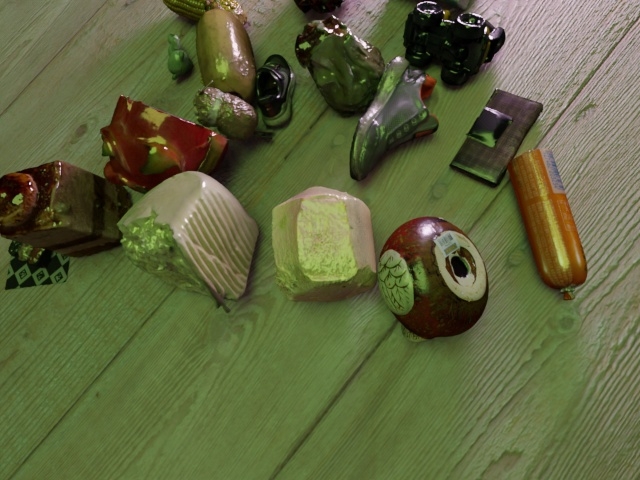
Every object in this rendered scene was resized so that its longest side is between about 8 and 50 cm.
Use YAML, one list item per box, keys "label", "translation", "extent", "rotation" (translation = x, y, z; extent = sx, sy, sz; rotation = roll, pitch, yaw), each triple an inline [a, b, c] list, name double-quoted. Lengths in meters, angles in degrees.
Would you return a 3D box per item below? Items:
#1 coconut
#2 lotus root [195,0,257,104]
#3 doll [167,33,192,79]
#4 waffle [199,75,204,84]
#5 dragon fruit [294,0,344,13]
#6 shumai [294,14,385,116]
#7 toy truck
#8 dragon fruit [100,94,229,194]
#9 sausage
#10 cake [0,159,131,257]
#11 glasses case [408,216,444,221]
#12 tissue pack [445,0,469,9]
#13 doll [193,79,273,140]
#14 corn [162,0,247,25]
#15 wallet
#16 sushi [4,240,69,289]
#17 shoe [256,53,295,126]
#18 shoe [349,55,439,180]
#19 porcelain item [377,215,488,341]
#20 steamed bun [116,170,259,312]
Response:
- label: "coconut"
  translation: [0.000, 0.000, 0.883]
  extent: [0.233, 0.233, 0.245]
  rotation: [-13, 71, 10]
- label: "lotus root"
  translation: [-0.262, -0.528, 1.136]
  extent: [0.151, 0.169, 0.342]
  rotation: [-14, 76, 10]
- label: "doll"
  translation: [-0.439, -0.572, 1.253]
  extent: [0.115, 0.077, 0.150]
  rotation: [-52, 53, 44]
- label: "waffle"
  translation: [-0.329, -0.505, 1.234]
  extent: [0.085, 0.016, 0.078]
  rotation: [-47, 65, -4]
- label: "dragon fruit"
  translation: [-0.003, -0.772, 1.151]
  extent: [0.234, 0.234, 0.293]
  rotation: [-25, 38, 6]
- label: "shumai"
  translation: [0.049, -0.466, 1.024]
  extent: [0.189, 0.218, 0.256]
  rotation: [-34, 68, 12]
- label: "toy truck"
  translation: [0.329, -0.507, 1.012]
  extent: [0.224, 0.147, 0.165]
  rotation: [35, 61, 24]
- label: "dragon fruit"
  translation: [-0.403, -0.210, 1.033]
  extent: [0.305, 0.305, 0.225]
  rotation: [25, 95, 20]
- label: "sausage"
  translation: [0.476, -0.031, 0.843]
  extent: [0.093, 0.093, 0.312]
  rotation: [-11, 72, 11]
- label: "cake"
  translation: [-0.669, -0.088, 1.049]
  extent: [0.199, 0.293, 0.196]
  rotation: [-12, 71, 15]
- label: "glasses case"
  translation: [0.246, -0.037, 0.940]
  extent: [0.083, 0.021, 0.032]
  rotation: [-2, 74, 14]
- label: "tissue pack"
  translation: [0.319, -0.732, 1.086]
  extent: [0.229, 0.145, 0.159]
  rotation: [33, 117, 22]
- label: "doll"
  translation: [-0.225, -0.314, 1.057]
  extent: [0.221, 0.115, 0.105]
  rotation: [30, 58, -21]
- label: "corn"
  translation: [-0.369, -0.738, 1.263]
  extent: [0.322, 0.119, 0.119]
  rotation: [27, 82, 16]
- label: "wallet"
  translation: [0.410, -0.243, 0.951]
  extent: [0.124, 0.042, 0.230]
  rotation: [30, 85, 18]
- label: "sushi"
  translation: [-0.837, 0.017, 1.188]
  extent: [0.220, 0.047, 0.231]
  rotation: [-7, 72, 12]
- label: "shoe"
  translation: [-0.130, -0.428, 1.108]
  extent: [0.099, 0.112, 0.227]
  rotation: [-5, 74, 14]
- label: "shoe"
  translation: [0.191, -0.274, 0.982]
  extent: [0.171, 0.132, 0.336]
  rotation: [23, 77, 10]
- label: "porcelain item"
  translation: [0.208, 0.082, 0.838]
  extent: [0.253, 0.253, 0.253]
  rotation: [-4, 73, 13]
- label: "steamed bun"
  translation: [-0.316, -0.003, 0.943]
  extent: [0.272, 0.290, 0.273]
  rotation: [3, 56, 21]
